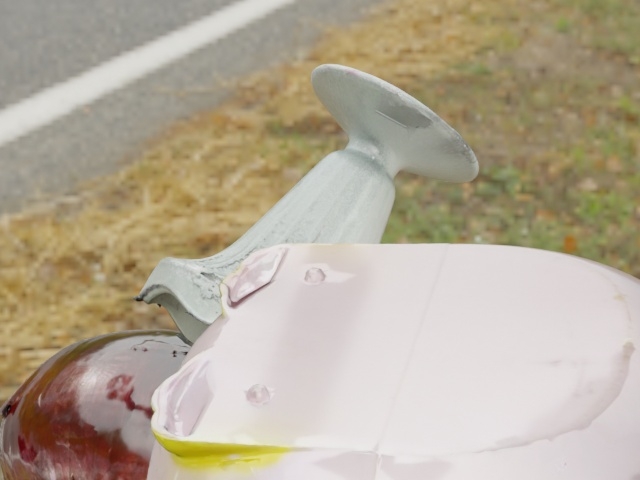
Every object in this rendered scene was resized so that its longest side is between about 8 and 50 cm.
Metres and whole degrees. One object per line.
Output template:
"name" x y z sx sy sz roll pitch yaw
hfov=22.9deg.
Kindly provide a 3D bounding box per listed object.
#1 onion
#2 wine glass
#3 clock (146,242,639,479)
"onion" -0.091 0.166 1.231 0.313 0.232 0.314 18 -19 6
"wine glass" 0.000 0.000 1.014 0.165 0.196 0.165 31 -9 5
"clock" 0.083 0.201 0.768 0.250 0.377 0.368 -2 27 16
